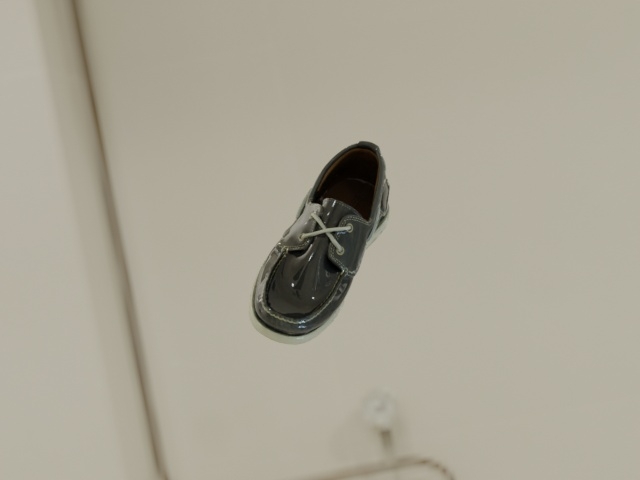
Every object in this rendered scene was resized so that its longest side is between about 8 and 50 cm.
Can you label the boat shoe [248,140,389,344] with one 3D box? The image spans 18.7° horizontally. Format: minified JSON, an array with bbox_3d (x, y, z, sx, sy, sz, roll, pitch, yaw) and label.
[{"bbox_3d":[0.000,0.000,1.701,0.084,0.079,0.233,21,44,11],"label":"boat shoe"}]
